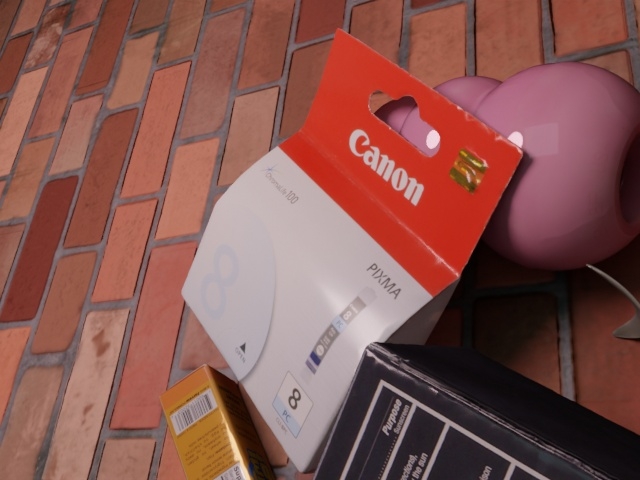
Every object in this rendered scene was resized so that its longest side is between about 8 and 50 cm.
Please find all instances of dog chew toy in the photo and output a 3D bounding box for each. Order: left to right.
[{"bbox_3d":[0.177,-0.087,0.751,0.332,0.206,0.206,15,71,44],"label":"dog chew toy"}]

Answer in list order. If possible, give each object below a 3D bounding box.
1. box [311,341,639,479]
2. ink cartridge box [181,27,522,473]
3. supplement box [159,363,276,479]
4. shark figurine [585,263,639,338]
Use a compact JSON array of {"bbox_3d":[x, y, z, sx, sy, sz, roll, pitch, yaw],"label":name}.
[{"bbox_3d":[0.133,0.261,0.464,0.294,0.183,0.296,26,97,35],"label":"box"},{"bbox_3d":[0.000,0.000,0.751,0.308,0.091,0.385,47,124,40],"label":"ink cartridge box"},{"bbox_3d":[-0.102,0.257,0.782,0.080,0.078,0.233,-34,52,5],"label":"supplement box"},{"bbox_3d":[0.262,0.159,0.576,0.166,0.116,0.278,-2,65,57],"label":"shark figurine"}]
